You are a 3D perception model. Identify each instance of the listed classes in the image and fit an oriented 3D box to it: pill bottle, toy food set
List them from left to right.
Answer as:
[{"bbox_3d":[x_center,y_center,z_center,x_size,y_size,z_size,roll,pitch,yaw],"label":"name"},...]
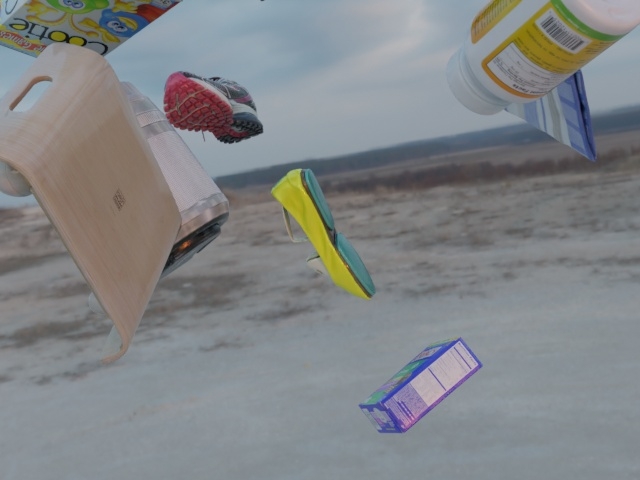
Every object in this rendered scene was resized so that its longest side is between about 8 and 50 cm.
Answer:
[{"bbox_3d":[-0.270,-0.042,0.957,0.092,0.306,0.220,-6,38,17],"label":"toy food set"},{"bbox_3d":[0.263,-0.253,1.023,0.136,0.136,0.245,-12,-14,-30],"label":"pill bottle"}]

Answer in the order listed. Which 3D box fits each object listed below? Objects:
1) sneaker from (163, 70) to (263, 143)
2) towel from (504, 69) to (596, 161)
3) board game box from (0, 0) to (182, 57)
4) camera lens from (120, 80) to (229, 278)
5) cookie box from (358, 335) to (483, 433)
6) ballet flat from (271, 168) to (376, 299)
[{"bbox_3d":[-0.218,-0.273,1.629,0.121,0.112,0.299,-19,-12,16],"label":"sneaker"},{"bbox_3d":[0.401,-0.279,1.555,0.034,0.209,0.285,-32,38,-6],"label":"towel"},{"bbox_3d":[-0.307,-0.346,1.083,0.142,0.144,0.275,15,-21,-39],"label":"board game box"},{"bbox_3d":[-0.294,-0.080,1.309,0.219,0.274,0.219,-36,0,0],"label":"camera lens"},{"bbox_3d":[0.100,0.147,0.846,0.107,0.040,0.092,-36,-3,-17],"label":"cookie box"},{"bbox_3d":[0.000,0.000,1.257,0.077,0.231,0.077,-25,16,15],"label":"ballet flat"}]
